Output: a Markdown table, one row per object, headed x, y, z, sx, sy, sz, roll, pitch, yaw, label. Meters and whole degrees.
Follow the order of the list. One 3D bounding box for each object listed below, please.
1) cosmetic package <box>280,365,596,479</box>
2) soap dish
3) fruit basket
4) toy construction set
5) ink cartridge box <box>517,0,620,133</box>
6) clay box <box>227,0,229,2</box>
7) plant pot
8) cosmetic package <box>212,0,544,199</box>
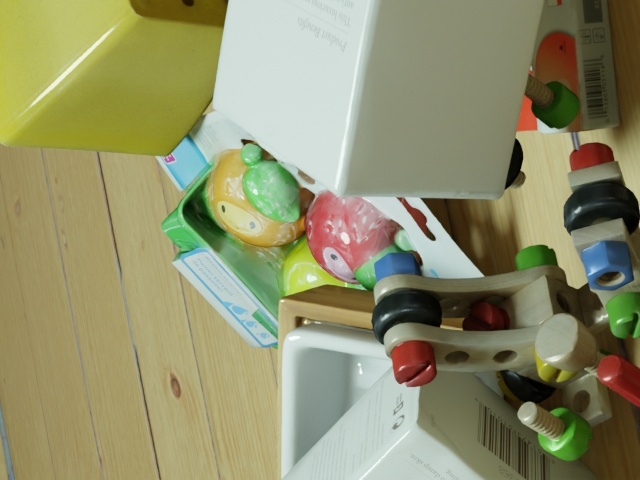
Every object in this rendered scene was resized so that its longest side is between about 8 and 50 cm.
| x | y | z | sx | sy | sz | roll | pitch | yaw | label |
| --- | --- | --- | --- | --- | --- | --- | --- | --- | --- |
| 0.039 | 0.301 | 1.721 | 0.385 | 0.217 | 0.156 | -45 | 14 | 23 | cosmetic package |
| 0.077 | 0.182 | 1.846 | 0.118 | 0.228 | 0.291 | -60 | -25 | -57 | soap dish |
| 0.000 | 0.000 | 1.926 | 0.327 | 0.165 | 0.353 | 48 | 158 | -17 | fruit basket |
| 0.217 | 0.074 | 1.588 | 0.257 | 0.237 | 0.309 | -48 | 39 | 12 | toy construction set |
| 0.188 | -0.166 | 1.725 | 0.179 | 0.045 | 0.145 | 1 | 98 | 62 | ink cartridge box |
| 0.004 | -0.284 | 1.864 | 0.053 | 0.222 | 0.127 | -29 | 71 | 54 | clay box |
| -0.191 | -0.219 | 1.853 | 0.187 | 0.212 | 0.212 | -34 | 65 | 40 | plant pot |
| 0.065 | -0.280 | 1.527 | 0.230 | 0.161 | 0.453 | 37 | 121 | 55 | cosmetic package |
